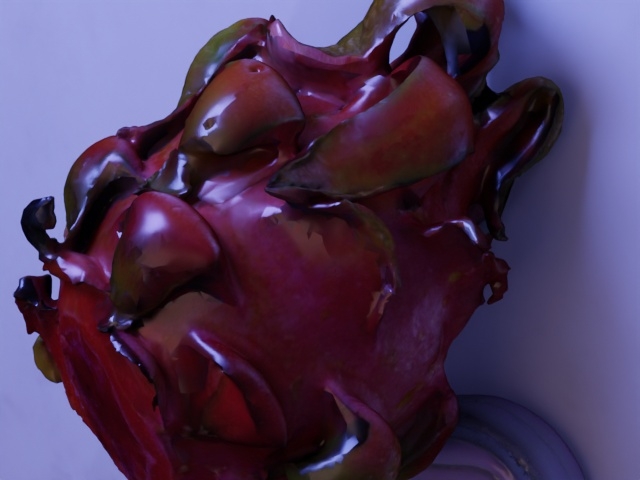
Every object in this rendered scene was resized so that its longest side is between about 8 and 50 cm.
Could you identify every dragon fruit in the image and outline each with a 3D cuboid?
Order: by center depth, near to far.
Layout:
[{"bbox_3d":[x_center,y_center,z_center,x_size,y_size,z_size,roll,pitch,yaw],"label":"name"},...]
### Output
[{"bbox_3d":[-0.009,0.008,0.657,0.227,0.243,0.307,37,128,9],"label":"dragon fruit"}]

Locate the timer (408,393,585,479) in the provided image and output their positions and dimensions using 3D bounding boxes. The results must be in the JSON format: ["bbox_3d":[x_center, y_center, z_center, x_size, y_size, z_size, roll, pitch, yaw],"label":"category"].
[{"bbox_3d":[0.071,0.194,0.745,0.190,0.069,0.208,-8,94,42],"label":"timer"}]
